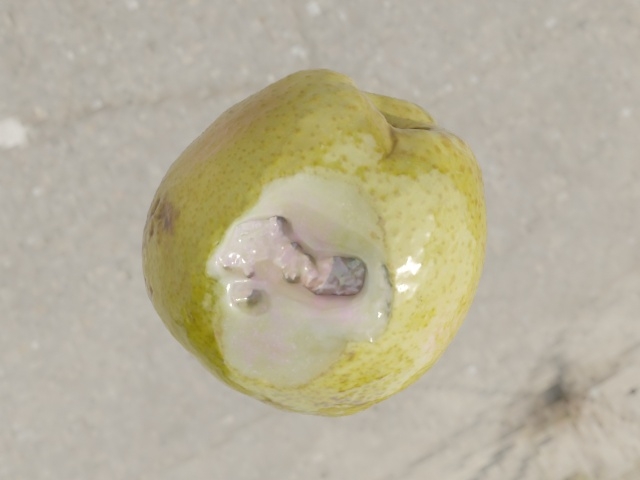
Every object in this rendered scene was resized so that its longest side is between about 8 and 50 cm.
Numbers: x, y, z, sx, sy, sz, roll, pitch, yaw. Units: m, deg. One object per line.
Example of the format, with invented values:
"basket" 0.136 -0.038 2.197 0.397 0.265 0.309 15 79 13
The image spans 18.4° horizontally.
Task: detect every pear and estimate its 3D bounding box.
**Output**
"pear" 0.000 0.000 1.522 0.271 0.271 0.271 -20 148 -13
